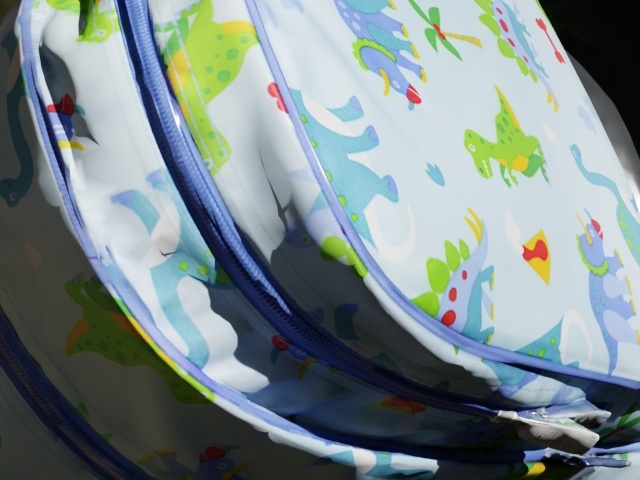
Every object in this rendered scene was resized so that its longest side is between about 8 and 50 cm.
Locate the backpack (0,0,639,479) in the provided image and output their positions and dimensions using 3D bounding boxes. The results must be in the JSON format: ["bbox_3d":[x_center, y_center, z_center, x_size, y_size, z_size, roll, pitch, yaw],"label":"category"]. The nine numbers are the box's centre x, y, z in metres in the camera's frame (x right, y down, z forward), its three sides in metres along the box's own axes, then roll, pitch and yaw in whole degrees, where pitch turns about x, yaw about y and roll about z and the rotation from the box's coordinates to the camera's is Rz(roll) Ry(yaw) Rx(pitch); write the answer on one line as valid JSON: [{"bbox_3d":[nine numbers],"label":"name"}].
[{"bbox_3d":[0.000,0.000,0.608,0.355,0.273,0.290,2,64,-35],"label":"backpack"}]
